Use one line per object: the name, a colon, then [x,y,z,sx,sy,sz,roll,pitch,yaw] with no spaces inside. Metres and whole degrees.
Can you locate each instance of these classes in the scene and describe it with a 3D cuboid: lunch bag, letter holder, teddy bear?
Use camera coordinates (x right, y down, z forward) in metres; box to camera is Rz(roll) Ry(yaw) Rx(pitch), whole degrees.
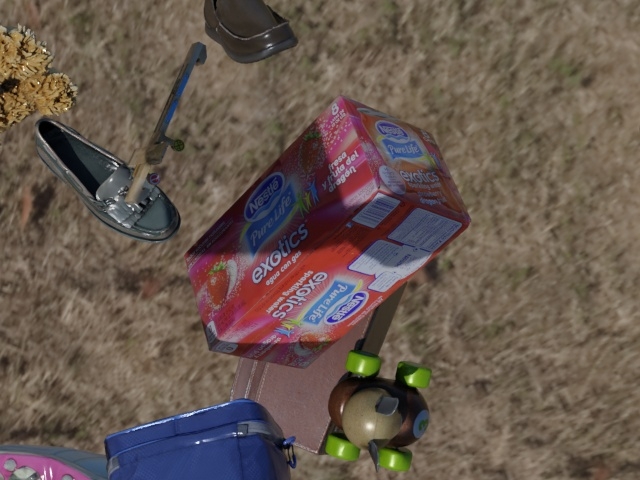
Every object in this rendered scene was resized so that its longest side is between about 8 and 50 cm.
lunch bag: [-0.058,0.118,0.606,0.098,0.067,0.065,-16,60,5]
letter holder: [-0.026,0.154,1.867,0.214,0.152,0.301,21,86,15]
teddy bear: [-0.444,-0.147,1.355,0.338,0.245,0.113,-11,73,-11]

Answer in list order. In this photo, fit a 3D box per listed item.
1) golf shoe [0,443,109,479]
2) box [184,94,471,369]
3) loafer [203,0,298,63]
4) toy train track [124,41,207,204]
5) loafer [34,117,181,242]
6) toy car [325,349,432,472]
golf shoe: [-0.128,0.217,0.922,0.306,0.140,0.115,14,104,10]
box: [0.000,0.000,1.140,0.128,0.257,0.122,17,41,-39]
loafer: [-0.103,-0.288,1.547,0.080,0.220,0.078,-26,121,-20]
toy train track: [-0.070,-0.054,0.567,0.014,0.048,0.083,26,79,-25]
loafer: [-0.328,-0.090,1.792,0.267,0.084,0.096,35,78,12]
toy car: [0.088,0.251,1.669,0.149,0.188,0.155,13,93,-4]
